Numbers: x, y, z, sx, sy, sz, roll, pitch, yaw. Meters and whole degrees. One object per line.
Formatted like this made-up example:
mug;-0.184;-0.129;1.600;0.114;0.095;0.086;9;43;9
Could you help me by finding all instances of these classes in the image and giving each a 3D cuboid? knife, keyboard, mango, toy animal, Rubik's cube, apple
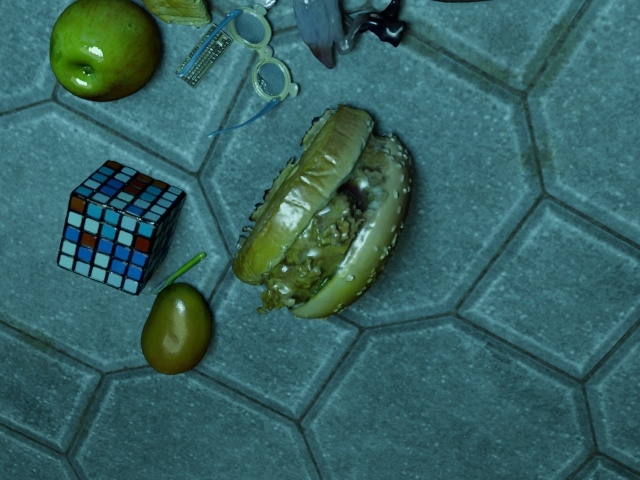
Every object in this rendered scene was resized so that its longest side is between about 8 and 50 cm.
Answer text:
knife;-0.317;0.078;1.690;0.184;0.022;0.026;-36;81;26
keyboard;-0.222;-0.348;1.446;0.049;0.015;0.129;41;117;-12
mango;-0.315;0.200;1.700;0.151;0.120;0.221;25;112;-2
toy animal;-0.004;-0.428;1.319;0.324;0.090;0.195;33;118;-20
Rubik's cube;-0.404;-0.028;1.556;0.182;0.187;0.184;22;117;-1
apple;-0.396;-0.345;1.390;0.196;0.196;0.196;4;119;8

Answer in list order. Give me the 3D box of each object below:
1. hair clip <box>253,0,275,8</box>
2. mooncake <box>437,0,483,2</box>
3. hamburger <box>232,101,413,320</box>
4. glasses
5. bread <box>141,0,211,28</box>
hair clip;-0.094;-0.528;1.299;0.146;0.075;0.257;10;128;-13
mooncake;0.224;-0.526;1.184;0.326;0.174;0.334;42;118;-10
hamburger;0.000;0.000;1.445;0.268;0.287;0.445;33;121;-10
glasses;-0.166;-0.296;1.372;0.088;0.220;0.190;10;132;48
bread;-0.254;-0.484;1.360;0.140;0.169;0.160;7;78;6
